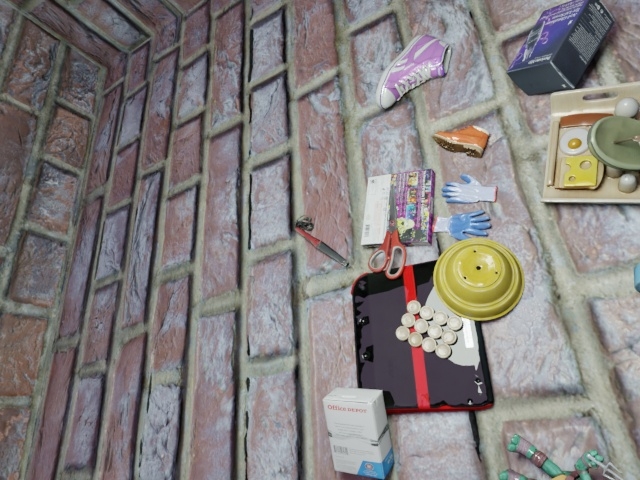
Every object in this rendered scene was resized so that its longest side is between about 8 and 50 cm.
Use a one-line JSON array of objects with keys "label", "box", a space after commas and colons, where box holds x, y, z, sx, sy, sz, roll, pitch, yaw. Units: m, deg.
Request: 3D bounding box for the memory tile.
[{"label": "memory tile", "box": [0.273, 0.224, 1.085, 0.148, 0.012, 0.113, 19, 80, 32]}]

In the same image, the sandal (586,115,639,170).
[{"label": "sandal", "box": [0.721, -0.196, 0.894, 0.303, 0.086, 0.120, 19, 79, 9]}]

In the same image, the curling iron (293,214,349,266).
[{"label": "curling iron", "box": [0.000, 0.000, 1.404, 0.068, 0.035, 0.274, -51, 52, 6]}]

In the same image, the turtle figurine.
[{"label": "turtle figurine", "box": [0.479, 0.488, 0.830, 0.234, 0.118, 0.175, 10, 61, 52]}]

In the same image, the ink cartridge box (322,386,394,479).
[{"label": "ink cartridge box", "box": [0.095, 0.476, 1.069, 0.140, 0.082, 0.190, -8, 92, 31]}]

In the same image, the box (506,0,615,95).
[{"label": "box", "box": [0.620, -0.501, 1.114, 0.207, 0.108, 0.153, -59, 23, -2]}]

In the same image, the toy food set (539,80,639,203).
[{"label": "toy food set", "box": [0.658, -0.227, 1.019, 0.220, 0.092, 0.306, 4, 73, 35]}]

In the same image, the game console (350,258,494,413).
[{"label": "game console", "box": [0.248, 0.248, 1.131, 0.342, 0.060, 0.386, -12, 65, 23]}]

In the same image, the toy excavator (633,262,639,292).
[{"label": "toy excavator", "box": [0.811, -0.021, 0.749, 0.433, 0.222, 0.444, -3, 70, 33]}]

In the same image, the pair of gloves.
[{"label": "pair of gloves", "box": [0.399, -0.093, 1.183, 0.159, 0.023, 0.198, 8, 76, 36]}]

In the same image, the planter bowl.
[{"label": "planter bowl", "box": [0.385, 0.079, 1.045, 0.217, 0.090, 0.217, -7, 66, 16]}]

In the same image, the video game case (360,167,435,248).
[{"label": "video game case", "box": [0.232, -0.093, 1.282, 0.210, 0.042, 0.232, -4, 69, 32]}]

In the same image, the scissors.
[{"label": "scissors", "box": [0.217, -0.032, 1.228, 0.109, 0.021, 0.297, 7, 69, 34]}]

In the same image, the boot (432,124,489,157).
[{"label": "boot", "box": [0.409, -0.301, 1.245, 0.158, 0.059, 0.084, 25, 83, 30]}]

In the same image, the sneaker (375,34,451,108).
[{"label": "sneaker", "box": [0.307, -0.536, 1.381, 0.161, 0.102, 0.282, 38, 94, 35]}]
